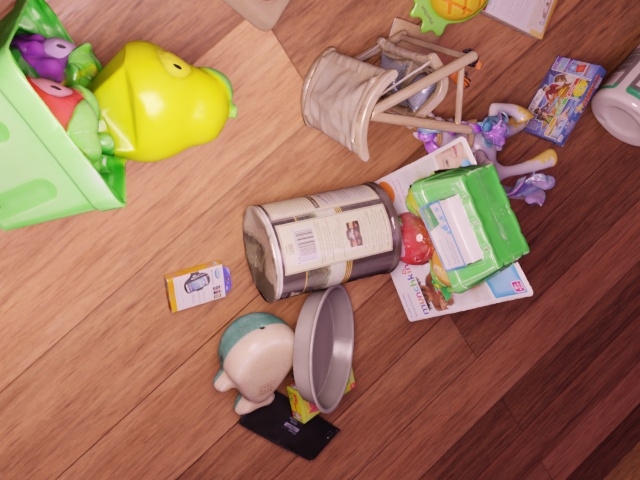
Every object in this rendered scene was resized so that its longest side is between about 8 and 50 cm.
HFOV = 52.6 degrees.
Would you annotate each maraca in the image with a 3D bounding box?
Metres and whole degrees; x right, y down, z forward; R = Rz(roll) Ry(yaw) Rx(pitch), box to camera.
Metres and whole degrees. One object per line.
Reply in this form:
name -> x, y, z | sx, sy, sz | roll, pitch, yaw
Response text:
maraca -> 0.272, -0.506, 1.336 | 0.185, 0.099, 0.127 | -35, 111, 13

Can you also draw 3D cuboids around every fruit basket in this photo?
fruit basket -> -0.325, -0.211, 0.937 | 0.392, 0.392, 0.283 | -36, 127, -11
fruit basket -> 0.228, -0.002, 1.328 | 0.165, 0.353, 0.327 | -22, 90, -42

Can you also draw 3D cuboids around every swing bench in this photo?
swing bench -> 0.120, -0.286, 1.242 | 0.254, 0.253, 0.165 | -16, 121, -22

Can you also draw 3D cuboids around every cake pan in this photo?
cake pan -> 0.009, 0.243, 1.481 | 0.293, 0.054, 0.294 | 2, 90, -69

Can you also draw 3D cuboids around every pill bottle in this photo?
pill bottle -> 0.904, -0.440, 1.694 | 0.361, 0.204, 0.204 | -47, 129, -2

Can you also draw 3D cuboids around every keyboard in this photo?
keyboard -> -0.053, 0.440, 1.659 | 0.201, 0.033, 0.317 | -48, 130, -1

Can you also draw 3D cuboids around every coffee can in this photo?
coffee can -> 0.000, 0.000, 1.344 | 0.275, 0.201, 0.202 | -12, 120, -21

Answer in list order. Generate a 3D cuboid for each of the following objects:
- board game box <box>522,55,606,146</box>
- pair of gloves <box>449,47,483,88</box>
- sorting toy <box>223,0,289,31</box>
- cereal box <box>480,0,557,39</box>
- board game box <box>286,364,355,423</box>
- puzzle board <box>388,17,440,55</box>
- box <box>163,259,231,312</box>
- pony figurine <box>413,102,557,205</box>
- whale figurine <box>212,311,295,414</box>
board game box -> 0.585, -0.344, 1.587 | 0.035, 0.136, 0.201 | 22, 102, -37
pair of gloves -> 0.335, -0.393, 1.485 | 0.074, 0.010, 0.083 | 26, 97, -38
sorting toy -> -0.137, -0.534, 1.097 | 0.307, 0.041, 0.229 | 30, 96, -39
cereal box -> 0.437, -0.567, 1.435 | 0.240, 0.047, 0.173 | 10, 108, -35
board game box -> 0.005, 0.363, 1.610 | 0.181, 0.043, 0.092 | -27, 118, -36
puzzle board -> 0.193, -0.412, 1.387 | 0.128, 0.011, 0.097 | 6, 112, -33
box -> -0.255, 0.093, 1.356 | 0.136, 0.028, 0.081 | -17, 121, -27
pony figurine -> 0.369, -0.159, 1.495 | 0.363, 0.302, 0.351 | -6, 85, -26
whale figurine -> -0.151, 0.273, 1.458 | 0.216, 0.141, 0.272 | -18, 138, -28
